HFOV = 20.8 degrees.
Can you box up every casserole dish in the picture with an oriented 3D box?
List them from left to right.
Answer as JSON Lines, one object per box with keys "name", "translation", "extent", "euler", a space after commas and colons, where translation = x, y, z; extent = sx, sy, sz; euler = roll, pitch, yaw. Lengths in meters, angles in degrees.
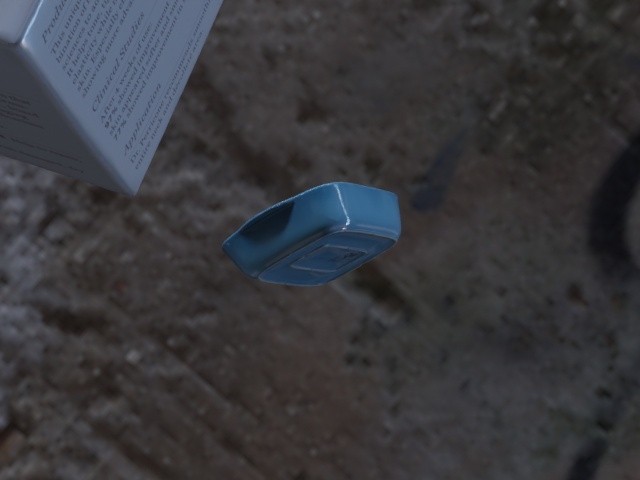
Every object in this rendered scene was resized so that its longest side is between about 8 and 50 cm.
{"name": "casserole dish", "translation": [0.000, 0.000, 1.361], "extent": [0.037, 0.114, 0.188], "euler": [65, 20, 13]}

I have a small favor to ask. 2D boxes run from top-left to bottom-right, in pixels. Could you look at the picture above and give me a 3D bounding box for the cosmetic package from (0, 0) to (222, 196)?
{"name": "cosmetic package", "translation": [-0.326, -0.300, 1.853], "extent": [0.327, 0.329, 0.393], "euler": [18, -17, 17]}
